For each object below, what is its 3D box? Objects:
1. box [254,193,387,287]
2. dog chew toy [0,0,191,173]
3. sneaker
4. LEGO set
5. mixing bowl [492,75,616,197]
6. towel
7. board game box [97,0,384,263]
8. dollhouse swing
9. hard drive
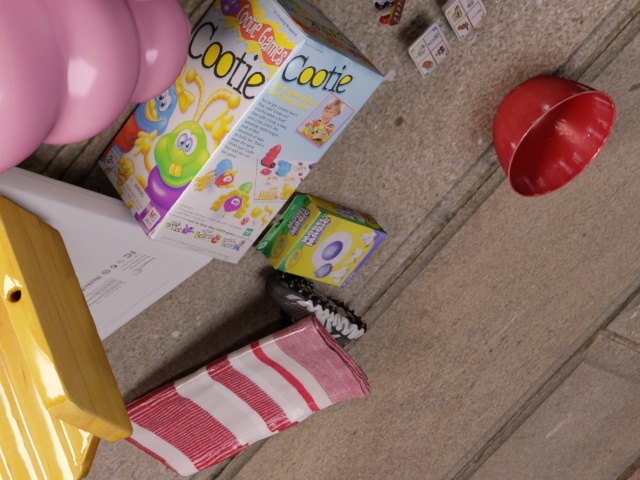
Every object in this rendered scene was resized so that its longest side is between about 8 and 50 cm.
[{"bbox_3d":[0.000,0.000,1.730,0.179,0.043,0.105,18,116,-49],"label":"box"},{"bbox_3d":[-0.262,-0.171,1.175,0.332,0.206,0.206,-18,141,-40],"label":"dog chew toy"},{"bbox_3d":[-0.024,0.117,1.809,0.106,0.078,0.234,-46,147,6],"label":"sneaker"},{"bbox_3d":[0.137,-0.317,1.512,0.182,0.060,0.244,-46,152,1],"label":"LEGO set"},{"bbox_3d":[0.305,-0.158,1.778,0.181,0.098,0.181,-24,142,-21],"label":"mixing bowl"},{"bbox_3d":[-0.110,0.228,1.821,0.329,0.037,0.237,-26,146,9],"label":"towel"},{"bbox_3d":[-0.090,-0.132,1.410,0.275,0.142,0.144,-50,143,16],"label":"board game box"},{"bbox_3d":[-0.424,0.133,1.195,0.347,0.315,0.305,-23,174,13],"label":"dollhouse swing"},{"bbox_3d":[-0.314,0.023,1.418,0.233,0.047,0.353,-35,150,25],"label":"hard drive"}]
